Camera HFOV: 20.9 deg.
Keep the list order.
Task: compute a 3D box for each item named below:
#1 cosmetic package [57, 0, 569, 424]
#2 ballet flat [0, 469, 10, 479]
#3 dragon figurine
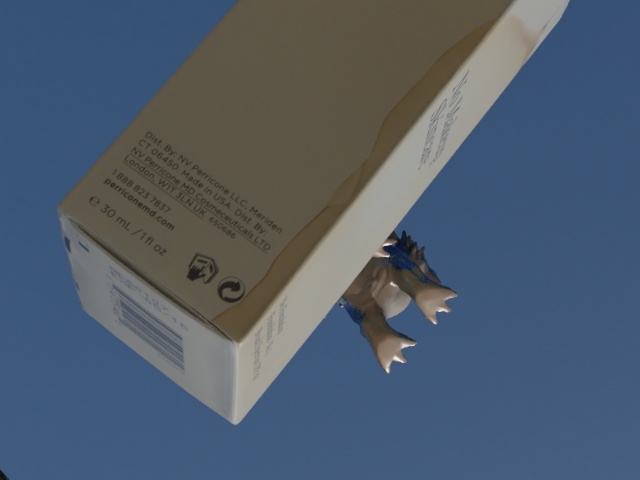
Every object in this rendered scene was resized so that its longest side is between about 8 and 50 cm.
[{"bbox_3d":[0.009,-0.071,0.892,0.113,0.160,0.309,37,-107,10],"label":"cosmetic package"},{"bbox_3d":[-0.258,0.004,0.361,0.483,0.182,0.164,32,-113,-6],"label":"ballet flat"},{"bbox_3d":[0.000,0.000,1.190,0.085,0.289,0.144,-51,-139,3],"label":"dragon figurine"}]
